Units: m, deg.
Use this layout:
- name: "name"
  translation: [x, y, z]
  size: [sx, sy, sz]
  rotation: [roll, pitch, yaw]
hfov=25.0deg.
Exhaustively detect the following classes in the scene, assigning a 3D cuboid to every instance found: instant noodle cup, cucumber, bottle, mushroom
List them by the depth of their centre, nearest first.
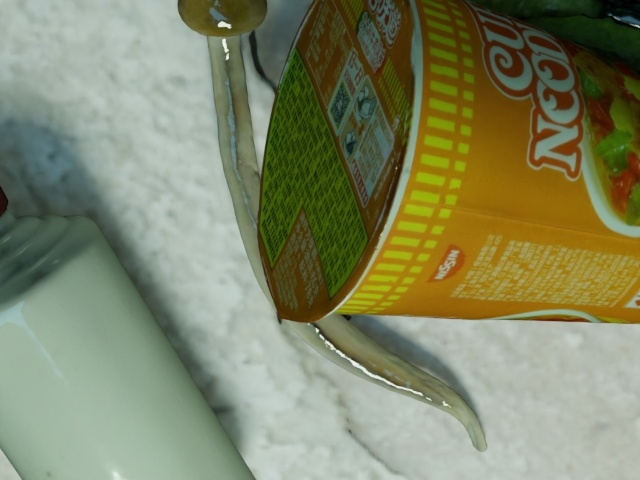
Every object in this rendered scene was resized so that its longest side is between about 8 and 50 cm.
- name: "instant noodle cup"
  translation: [0.086, -0.028, 0.656]
  size: [0.185, 0.168, 0.168]
  rotation: [10, 114, -21]
- name: "cucumber"
  translation: [0.159, -0.100, 0.682]
  size: [0.220, 0.070, 0.046]
  rotation: [13, 83, -5]
- name: "bottle"
  translation: [-0.127, 0.068, 0.740]
  size: [0.104, 0.104, 0.245]
  rotation: [-26, 110, 12]
- name: "mushroom"
  translation: [-0.001, 0.001, 0.745]
  size: [0.068, 0.043, 0.306]
  rotation: [-14, 115, 29]
